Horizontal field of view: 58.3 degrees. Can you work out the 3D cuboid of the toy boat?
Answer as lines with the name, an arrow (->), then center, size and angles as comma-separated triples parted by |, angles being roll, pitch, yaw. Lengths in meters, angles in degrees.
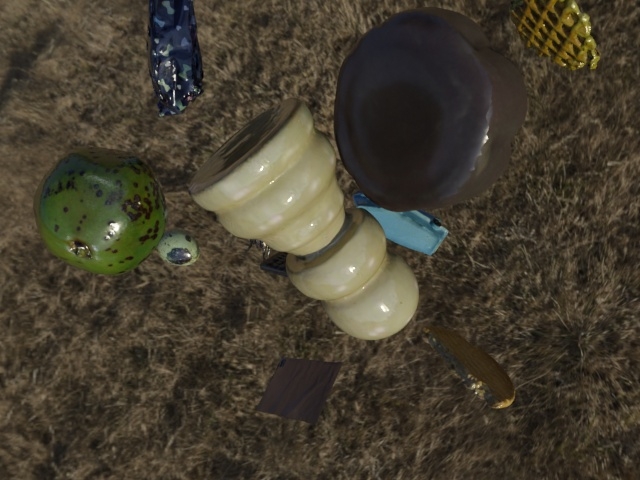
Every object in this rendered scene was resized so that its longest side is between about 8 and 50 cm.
toy boat -> 0.185, -0.057, 1.370 | 0.237, 0.098, 0.109 | 26, 126, -2

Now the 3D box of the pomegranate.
pomegranate -> -0.410, -0.064, 1.091 | 0.254, 0.254, 0.271 | -27, 37, 18

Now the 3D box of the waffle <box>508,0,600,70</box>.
waffle -> 0.538, -0.512, 1.355 | 0.051, 0.291, 0.291 | -45, 66, 2

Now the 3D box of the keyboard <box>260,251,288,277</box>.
keyboard -> -0.005, 0.016, 0.941 | 0.087, 0.250, 0.017 | 15, 110, 23

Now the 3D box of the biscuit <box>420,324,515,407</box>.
biscuit -> 0.310, 0.254, 1.173 | 0.224, 0.144, 0.033 | 45, 117, 37

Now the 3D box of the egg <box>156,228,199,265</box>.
egg -> -0.340, 0.018, 1.370 | 0.110, 0.085, 0.085 | 30, 94, 14

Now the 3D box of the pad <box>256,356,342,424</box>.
pad -> -0.040, 0.261, 1.012 | 0.187, 0.006, 0.113 | -11, 44, 52

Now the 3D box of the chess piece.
chess piece -> 0.000, 0.000, 0.677 | 0.167, 0.167, 0.300 | -33, 113, 16

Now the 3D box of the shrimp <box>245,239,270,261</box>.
shrimp -> -0.137, -0.042, 1.237 | 0.073, 0.074, 0.190 | -15, 90, 28

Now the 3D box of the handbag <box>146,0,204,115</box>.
handbag -> -0.298, -0.390, 1.168 | 0.113, 0.162, 0.261 | -6, 94, -21

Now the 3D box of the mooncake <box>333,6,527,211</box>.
mooncake -> 0.125, -0.151, 0.692 | 0.244, 0.133, 0.245 | 14, 111, 41
